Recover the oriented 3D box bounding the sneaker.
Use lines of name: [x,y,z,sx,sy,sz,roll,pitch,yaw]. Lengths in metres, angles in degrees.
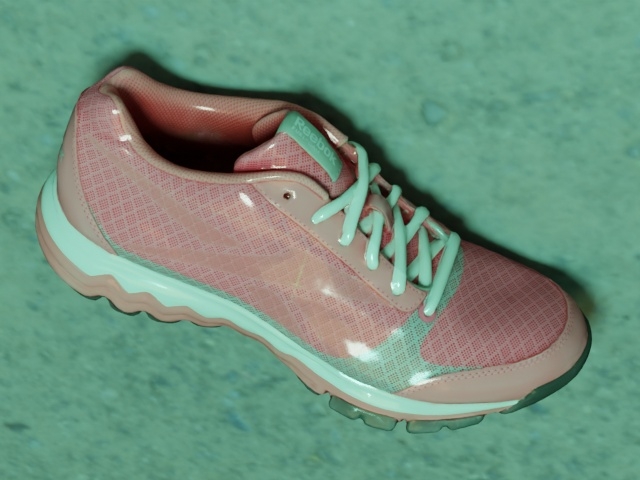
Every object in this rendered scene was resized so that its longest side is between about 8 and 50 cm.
sneaker: [-0.001,0.000,1.009,0.313,0.116,0.136,18,136,2]
